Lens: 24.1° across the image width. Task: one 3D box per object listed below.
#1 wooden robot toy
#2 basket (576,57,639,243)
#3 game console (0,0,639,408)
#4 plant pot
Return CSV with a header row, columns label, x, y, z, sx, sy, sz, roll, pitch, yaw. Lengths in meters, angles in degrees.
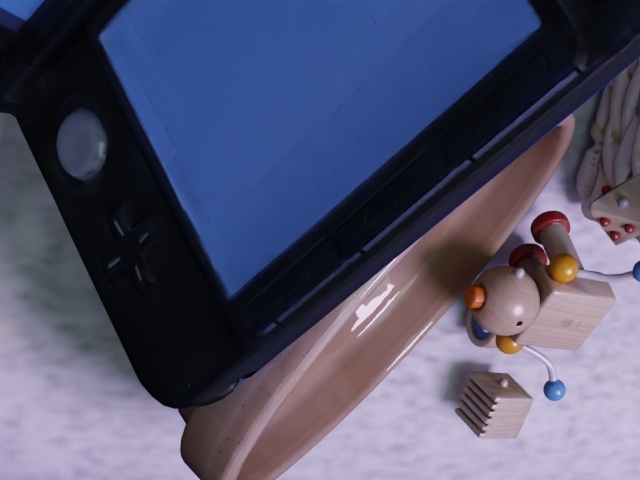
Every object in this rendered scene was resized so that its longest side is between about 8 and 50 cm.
label,x,y,z,sx,sy,sz,roll,pitch,yaw
wooden robot toy,0.101,0.031,0.786,0.079,0.076,0.173,4,133,-32
basket,0.354,-0.108,0.750,0.331,0.266,0.328,5,105,-24
game console,-0.065,-0.106,0.495,0.173,0.250,0.293,-4,150,-49
plant pot,0.000,0.000,0.695,0.110,0.237,0.237,41,88,12
